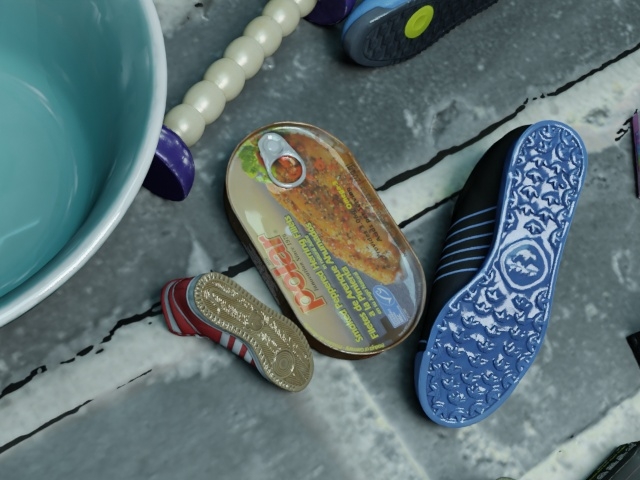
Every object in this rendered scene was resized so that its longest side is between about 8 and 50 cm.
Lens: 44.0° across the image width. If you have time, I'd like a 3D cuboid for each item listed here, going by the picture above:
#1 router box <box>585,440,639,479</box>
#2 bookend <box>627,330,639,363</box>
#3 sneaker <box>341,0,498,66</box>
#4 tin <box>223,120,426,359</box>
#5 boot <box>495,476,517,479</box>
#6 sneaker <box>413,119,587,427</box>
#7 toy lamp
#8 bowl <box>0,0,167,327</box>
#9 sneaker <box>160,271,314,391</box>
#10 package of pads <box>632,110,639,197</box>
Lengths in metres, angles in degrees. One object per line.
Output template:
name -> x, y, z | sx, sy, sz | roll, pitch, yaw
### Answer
router box -> 0.233, 0.220, 0.563 | 0.092, 0.038, 0.122 | -33, 81, -23
bookend -> 0.347, 0.064, 0.588 | 0.156, 0.157, 0.072 | -16, 75, -19
sneaker -> 0.085, -0.220, 0.680 | 0.209, 0.069, 0.082 | -35, 68, -23
tin -> 0.000, 0.000, 0.587 | 0.106, 0.040, 0.190 | -26, 78, -26
boot -> 0.183, 0.254, 0.499 | 0.077, 0.165, 0.213 | -36, 125, -44
sneaker -> 0.128, 0.024, 0.594 | 0.081, 0.090, 0.232 | 24, 87, -6
toy lamp -> -0.048, -0.150, 0.609 | 0.080, 0.080, 0.275 | 36, 68, 0
bowl -> -0.246, -0.062, 0.468 | 0.311, 0.163, 0.312 | 3, 71, -9
sneaker -> -0.059, 0.063, 0.550 | 0.118, 0.067, 0.042 | 46, 59, -28
package of pads -> 0.306, -0.075, 0.697 | 0.050, 0.032, 0.083 | 8, 68, -10
